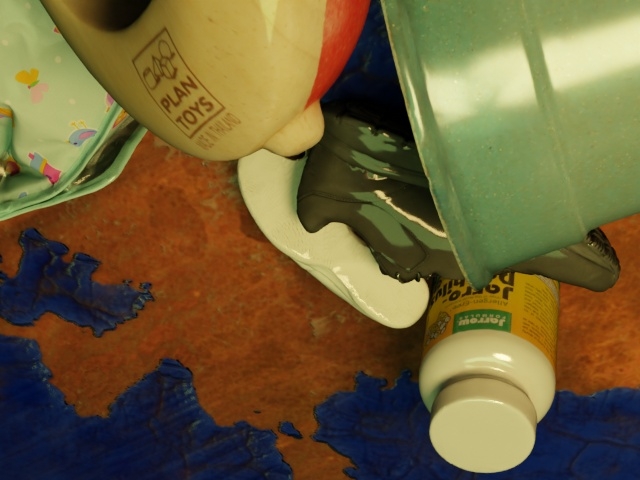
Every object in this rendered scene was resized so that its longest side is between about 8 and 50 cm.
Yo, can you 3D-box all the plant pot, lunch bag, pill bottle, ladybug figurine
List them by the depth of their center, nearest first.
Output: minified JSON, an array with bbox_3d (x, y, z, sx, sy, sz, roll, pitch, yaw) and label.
[{"bbox_3d":[-0.097,-0.259,1.064,0.305,0.162,0.449,-31,84,58],"label":"ladybug figurine"},{"bbox_3d":[0.231,-0.168,1.202,0.334,0.341,0.341,-14,125,10],"label":"plant pot"},{"bbox_3d":[-0.186,-0.153,1.335,0.160,0.223,0.262,28,129,-3],"label":"lunch bag"},{"bbox_3d":[0.146,0.096,1.483,0.117,0.208,0.117,5,129,7],"label":"pill bottle"}]

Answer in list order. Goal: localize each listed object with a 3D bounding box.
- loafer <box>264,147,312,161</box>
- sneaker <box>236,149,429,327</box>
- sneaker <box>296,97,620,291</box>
[{"bbox_3d":[-0.062,-0.111,1.458,0.148,0.050,0.056,19,129,-5],"label":"loafer"},{"bbox_3d":[0.000,0.000,1.528,0.080,0.094,0.212,-45,98,-11],"label":"sneaker"},{"bbox_3d":[0.113,-0.014,1.451,0.286,0.109,0.130,25,107,1],"label":"sneaker"}]
